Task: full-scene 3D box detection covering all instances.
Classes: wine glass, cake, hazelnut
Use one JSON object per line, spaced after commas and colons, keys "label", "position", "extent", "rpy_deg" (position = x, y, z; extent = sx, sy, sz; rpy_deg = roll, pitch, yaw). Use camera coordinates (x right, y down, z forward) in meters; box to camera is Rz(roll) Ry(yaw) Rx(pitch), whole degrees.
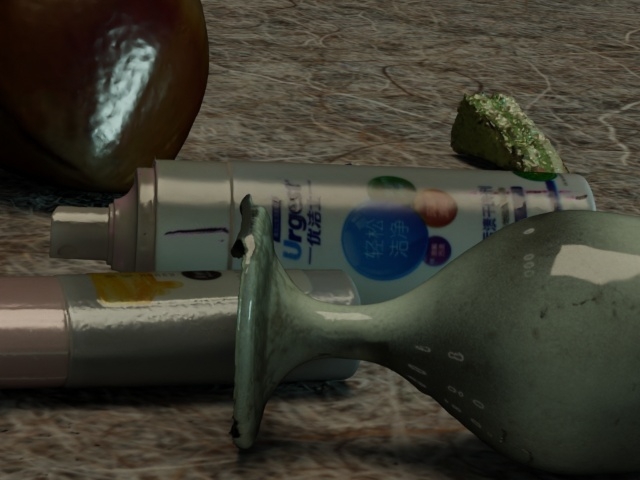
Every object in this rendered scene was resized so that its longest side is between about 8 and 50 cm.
{"label": "wine glass", "position": [0.080, 0.045, 0.894], "extent": [0.241, 0.126, 0.126], "rpy_deg": [3, 14, 3]}
{"label": "cake", "position": [0.154, -0.078, 1.530], "extent": [0.051, 0.055, 0.140], "rpy_deg": [4, 15, -27]}
{"label": "hazelnut", "position": [-0.173, -0.117, 1.363], "extent": [0.208, 0.208, 0.208], "rpy_deg": [4, 15, -1]}

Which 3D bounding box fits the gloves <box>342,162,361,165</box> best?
{"label": "gloves", "position": [0.040, -0.040, 1.404], "extent": [0.064, 0.026, 0.086], "rpy_deg": [-4, 12, -35]}

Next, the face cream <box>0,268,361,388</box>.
{"label": "face cream", "position": [-0.081, 0.043, 0.982], "extent": [0.198, 0.057, 0.084], "rpy_deg": [0, 14, -17]}

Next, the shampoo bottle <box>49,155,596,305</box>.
{"label": "shampoo bottle", "position": [0.000, 0.000, 1.102], "extent": [0.303, 0.092, 0.092], "rpy_deg": [3, 15, -8]}
